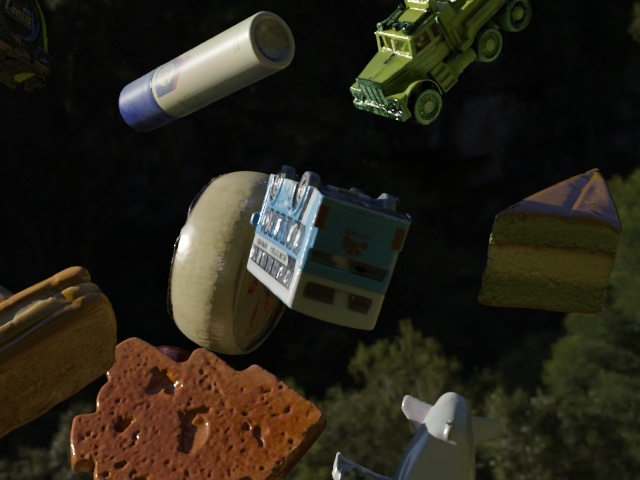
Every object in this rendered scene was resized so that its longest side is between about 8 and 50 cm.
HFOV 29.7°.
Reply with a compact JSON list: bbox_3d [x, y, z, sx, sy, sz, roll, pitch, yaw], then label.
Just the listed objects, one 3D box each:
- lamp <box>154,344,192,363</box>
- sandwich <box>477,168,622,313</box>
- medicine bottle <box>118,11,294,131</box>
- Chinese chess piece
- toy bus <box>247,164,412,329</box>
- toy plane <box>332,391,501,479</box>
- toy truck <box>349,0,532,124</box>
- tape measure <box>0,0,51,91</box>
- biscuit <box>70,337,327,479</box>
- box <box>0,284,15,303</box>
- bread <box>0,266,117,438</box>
[{"bbox_3d":[-0.217,0.224,1.643,0.156,0.135,0.157,-29,27,37],"label":"lamp"},{"bbox_3d":[0.249,-0.010,1.353,0.144,0.117,0.187,9,25,-1],"label":"sandwich"},{"bbox_3d":[-0.120,-0.167,1.226,0.059,0.059,0.230,-7,-7,-44],"label":"medicine bottle"},{"bbox_3d":[-0.109,0.029,1.631,0.103,0.250,0.250,16,4,17],"label":"Chinese chess piece"},{"bbox_3d":[0.000,0.000,1.232,0.106,0.131,0.297,16,2,-12],"label":"toy bus"},{"bbox_3d":[0.136,0.308,1.476,0.252,0.252,0.118,-11,-16,-2],"label":"toy plane"},{"bbox_3d":[0.141,-0.270,1.544,0.259,0.135,0.128,-49,38,-14],"label":"toy truck"},{"bbox_3d":[-0.541,-0.363,2.026,0.112,0.186,0.199,-14,-22,22],"label":"tape measure"},{"bbox_3d":[-0.144,0.234,1.437,0.306,0.284,0.043,-4,-39,0],"label":"biscuit"},{"bbox_3d":[-0.388,0.084,1.222,0.133,0.099,0.182,-55,7,-7],"label":"box"},{"bbox_3d":[-0.277,0.110,1.080,0.200,0.077,0.116,-32,-25,-25],"label":"bread"}]
